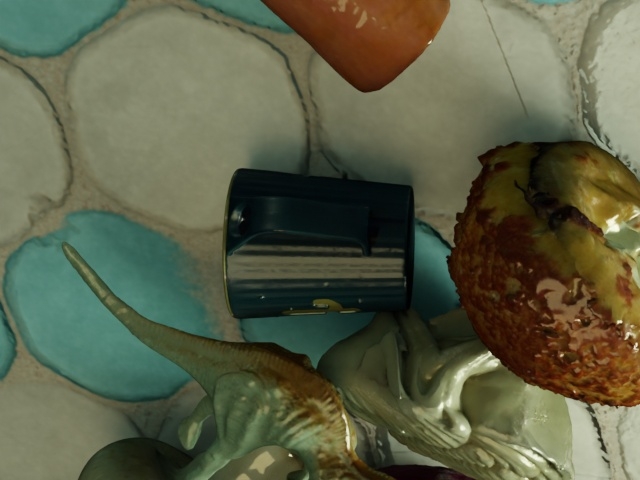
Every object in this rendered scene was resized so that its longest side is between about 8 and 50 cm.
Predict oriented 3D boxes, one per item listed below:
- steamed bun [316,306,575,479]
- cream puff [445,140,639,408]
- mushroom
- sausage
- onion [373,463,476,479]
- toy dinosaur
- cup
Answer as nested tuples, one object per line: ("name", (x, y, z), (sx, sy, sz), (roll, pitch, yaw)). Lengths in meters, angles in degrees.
("steamed bun", (0.126, 0.120, 1.388), (0.211, 0.144, 0.218), (36, 165, -33))
("cream puff", (0.201, 0.028, 1.266), (0.164, 0.240, 0.240), (-29, 113, 36))
("mushroom", (-0.108, 0.265, 1.515), (0.244, 0.243, 0.243), (6, 124, 9))
("sausage", (-0.020, -0.234, 1.212), (0.259, 0.113, 0.113), (42, 122, -17))
("onion", (0.145, 0.311, 1.518), (0.349, 0.159, 0.267), (0, 134, -5))
("toy dinosaur", (-0.084, 0.143, 1.381), (0.393, 0.092, 0.205), (53, 127, 11))
("cup", (0.000, 0.000, 1.338), (0.155, 0.131, 0.176), (1, 169, 6))
